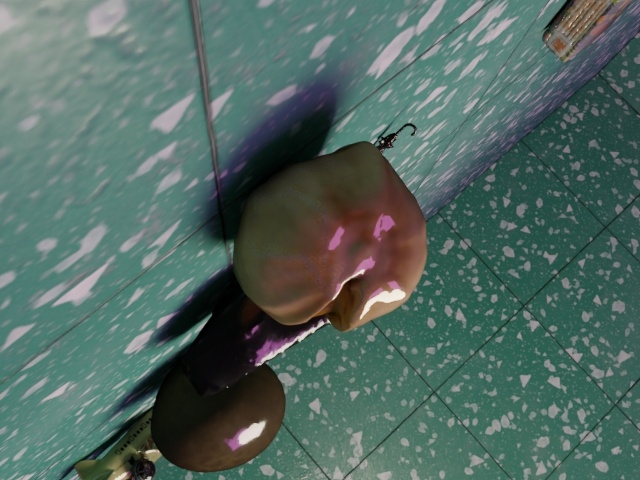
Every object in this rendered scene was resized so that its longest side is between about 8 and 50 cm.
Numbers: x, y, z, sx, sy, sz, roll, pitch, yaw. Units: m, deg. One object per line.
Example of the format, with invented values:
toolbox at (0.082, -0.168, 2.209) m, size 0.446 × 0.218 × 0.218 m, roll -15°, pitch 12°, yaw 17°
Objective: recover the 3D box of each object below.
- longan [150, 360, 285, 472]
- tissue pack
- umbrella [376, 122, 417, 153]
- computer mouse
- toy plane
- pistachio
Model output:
longan at (-0.151, 0.248, 1.002) m, size 0.198 × 0.198 × 0.212 m, roll -44°, pitch 157°, yaw 16°
tissue pack at (0.383, -0.326, 0.917) m, size 0.108 × 0.060 × 0.148 m, roll -37°, pitch 170°, yaw -25°
umbrella at (0.062, -0.099, 0.760) m, size 0.122 × 0.022 × 0.013 m, roll -35°, pitch -156°, yaw 41°
computer mouse at (-0.037, 0.071, 0.838) m, size 0.323 × 0.116 × 0.183 m, roll -28°, pitch 168°, yaw -32°
toy plane at (-0.315, 0.361, 1.166) m, size 0.242 × 0.104 × 0.256 m, roll -29°, pitch 176°, yaw 41°
pistachio at (0.000, 0.000, 0.578) m, size 0.157 × 0.157 × 0.229 m, roll -39°, pitch -176°, yaw -18°
